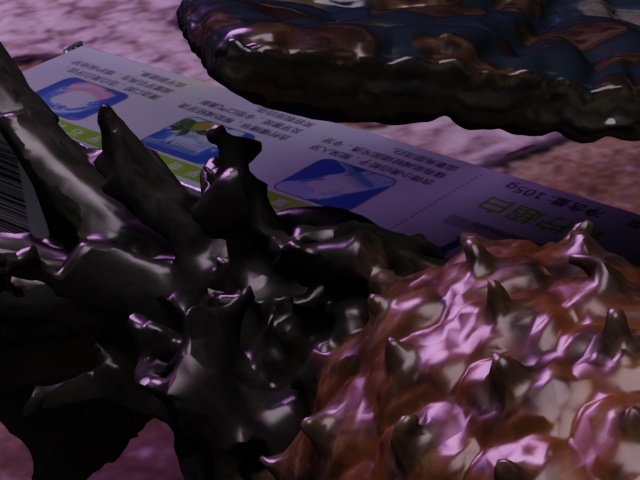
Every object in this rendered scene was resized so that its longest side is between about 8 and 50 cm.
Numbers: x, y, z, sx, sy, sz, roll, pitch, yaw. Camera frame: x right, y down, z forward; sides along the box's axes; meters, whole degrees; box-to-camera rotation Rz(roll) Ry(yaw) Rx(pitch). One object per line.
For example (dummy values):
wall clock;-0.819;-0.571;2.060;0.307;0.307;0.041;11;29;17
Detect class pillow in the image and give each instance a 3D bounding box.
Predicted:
pillow;0.082;-0.060;0.633;0.255;0.034;0.189;4;17;-6

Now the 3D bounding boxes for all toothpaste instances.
toothpaste;0.000;0.000;0.741;0.336;0.067;0.081;20;37;37

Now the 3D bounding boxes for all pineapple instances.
pineapple;0.001;0.048;0.561;0.165;0.166;0.364;-25;32;-32
